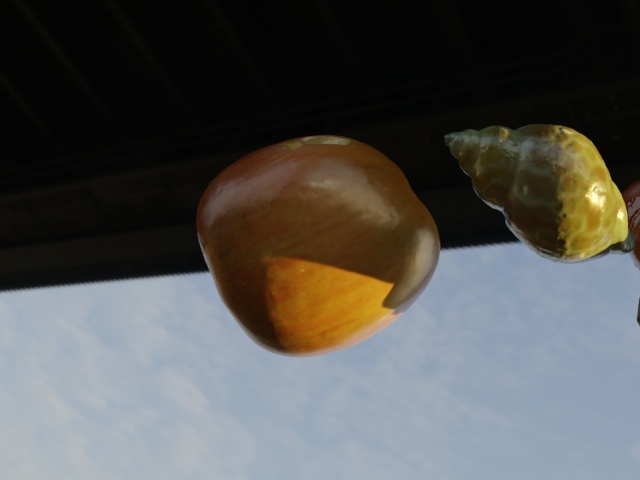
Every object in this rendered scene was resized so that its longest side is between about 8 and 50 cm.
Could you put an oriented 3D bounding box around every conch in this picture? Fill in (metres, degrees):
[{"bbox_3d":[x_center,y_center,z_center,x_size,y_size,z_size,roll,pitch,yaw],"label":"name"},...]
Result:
[{"bbox_3d":[0.204,-0.037,0.783,0.106,0.116,0.173,-29,-39,28],"label":"conch"}]

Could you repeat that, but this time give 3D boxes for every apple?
[{"bbox_3d":[0.000,0.000,0.990,0.241,0.242,0.242,-24,-50,4],"label":"apple"}]

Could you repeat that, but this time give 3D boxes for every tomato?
[{"bbox_3d":[0.475,0.020,1.242,0.085,0.225,0.225,-30,-58,16],"label":"tomato"}]

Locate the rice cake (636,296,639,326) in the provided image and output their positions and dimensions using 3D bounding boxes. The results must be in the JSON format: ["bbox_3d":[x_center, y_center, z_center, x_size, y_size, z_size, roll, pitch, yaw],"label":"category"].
[{"bbox_3d":[0.358,-0.006,0.856,0.124,0.211,0.038,13,4,-44],"label":"rice cake"}]
